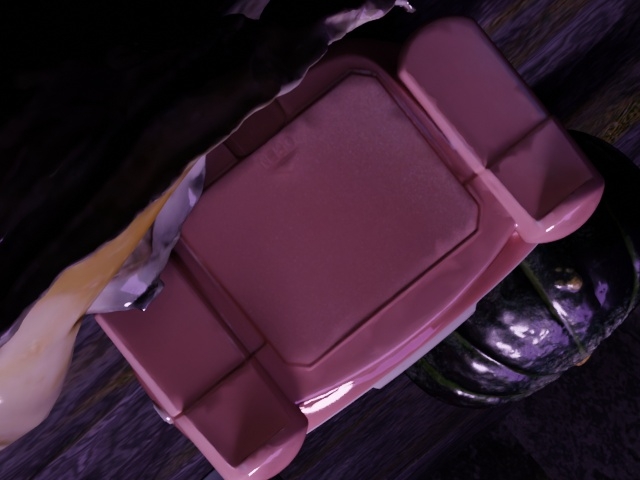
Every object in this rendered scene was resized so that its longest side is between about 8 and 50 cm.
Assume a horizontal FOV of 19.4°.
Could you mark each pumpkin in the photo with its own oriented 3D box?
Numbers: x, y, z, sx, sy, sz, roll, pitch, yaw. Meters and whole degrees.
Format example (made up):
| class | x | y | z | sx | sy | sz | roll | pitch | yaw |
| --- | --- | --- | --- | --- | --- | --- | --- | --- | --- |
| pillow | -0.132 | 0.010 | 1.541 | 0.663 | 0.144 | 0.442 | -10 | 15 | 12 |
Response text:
| class | x | y | z | sx | sy | sz | roll | pitch | yaw |
| --- | --- | --- | --- | --- | --- | --- | --- | --- | --- |
| pumpkin | 0.140 | 0.020 | 1.328 | 0.220 | 0.162 | 0.220 | -35 | 172 | -6 |

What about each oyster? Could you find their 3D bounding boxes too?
| class | x | y | z | sx | sy | sz | roll | pitch | yaw |
| --- | --- | --- | --- | --- | --- | --- | --- | --- | --- |
| oyster | -0.086 | -0.011 | 0.659 | 0.275 | 0.100 | 0.271 | -54 | 169 | 4 |

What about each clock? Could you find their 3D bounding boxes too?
| class | x | y | z | sx | sy | sz | roll | pitch | yaw |
| --- | --- | --- | --- | --- | --- | --- | --- | --- | --- |
| clock | 0.000 | 0.000 | 0.913 | 0.227 | 0.142 | 0.241 | -39 | 178 | -4 |

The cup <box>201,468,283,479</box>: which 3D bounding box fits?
| class | x | y | z | sx | sy | sz | roll | pitch | yaw |
| --- | --- | --- | --- | --- | --- | --- | --- | --- | --- |
| cup | -0.073 | 0.244 | 1.697 | 0.100 | 0.077 | 0.078 | -44 | 168 | 21 |
